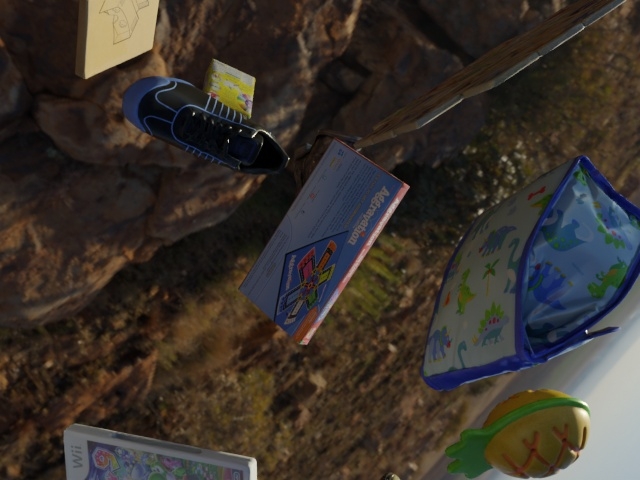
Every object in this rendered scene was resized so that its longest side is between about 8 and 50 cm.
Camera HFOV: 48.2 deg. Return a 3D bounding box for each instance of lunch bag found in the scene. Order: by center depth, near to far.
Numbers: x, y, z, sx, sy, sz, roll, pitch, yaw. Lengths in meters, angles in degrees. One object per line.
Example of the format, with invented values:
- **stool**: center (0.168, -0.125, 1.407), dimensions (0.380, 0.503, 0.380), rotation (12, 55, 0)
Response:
- **lunch bag**: center (0.140, 0.036, 0.496), dimensions (0.151, 0.096, 0.129), rotation (-49, -178, -27)

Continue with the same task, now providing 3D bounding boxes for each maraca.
- **maraca**: center (0.241, 0.242, 0.873), dimensions (0.186, 0.099, 0.127), rotation (-17, 129, -2)

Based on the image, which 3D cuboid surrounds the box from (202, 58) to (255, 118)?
- **box**: center (-0.196, -0.302, 1.506), dimensions (0.105, 0.179, 0.043), rotation (22, 127, -18)

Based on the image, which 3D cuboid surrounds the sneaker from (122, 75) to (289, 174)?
- **sneaker**: center (-0.135, -0.140, 0.909), dimensions (0.232, 0.090, 0.081), rotation (13, 106, -49)

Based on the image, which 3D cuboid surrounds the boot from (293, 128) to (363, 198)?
- **boot**: center (0.002, -0.077, 1.350), dimensions (0.263, 0.091, 0.228), rotation (163, -64, -67)

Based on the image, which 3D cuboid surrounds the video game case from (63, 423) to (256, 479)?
- **video game case**: center (-0.095, 0.158, 0.420), dimensions (0.011, 0.122, 0.087), rotation (-34, 126, -67)

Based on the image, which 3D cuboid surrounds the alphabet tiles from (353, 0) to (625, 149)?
- **alphabet tiles**: center (0.201, -0.201, 0.798), dimensions (0.343, 0.011, 0.285), rotation (-34, -170, -14)

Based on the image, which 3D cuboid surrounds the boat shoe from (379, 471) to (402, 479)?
- **boat shoe**: center (0.123, 0.606, 1.342), dimensions (0.122, 0.120, 0.324), rotation (107, 5, -63)

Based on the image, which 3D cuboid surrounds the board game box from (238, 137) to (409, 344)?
- **board game box**: center (0.000, 0.000, 1.075), dimensions (0.281, 0.145, 0.027), rotation (-57, 149, 9)

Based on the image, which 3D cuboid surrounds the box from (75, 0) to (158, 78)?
- **box**: center (-0.301, -0.357, 1.081), dimensions (0.164, 0.021, 0.201), rotation (-46, 164, -46)
